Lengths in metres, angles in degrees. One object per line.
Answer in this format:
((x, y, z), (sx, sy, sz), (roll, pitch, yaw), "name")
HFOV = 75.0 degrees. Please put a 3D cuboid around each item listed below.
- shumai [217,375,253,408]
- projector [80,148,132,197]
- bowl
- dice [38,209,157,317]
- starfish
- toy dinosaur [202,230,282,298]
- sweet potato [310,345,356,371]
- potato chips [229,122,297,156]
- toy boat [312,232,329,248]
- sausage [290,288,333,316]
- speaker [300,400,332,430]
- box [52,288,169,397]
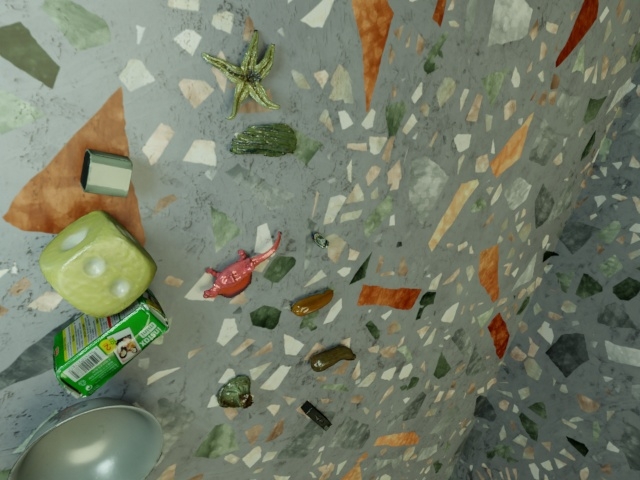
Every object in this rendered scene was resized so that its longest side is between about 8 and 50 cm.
((-0.269, 0.516, 1.371), (0.124, 0.087, 0.099), (-44, 133, -9), "shumai")
((-0.457, -0.143, 0.890), (0.082, 0.083, 0.083), (6, 109, -39), "projector")
((-0.599, 0.521, 1.072), (0.345, 0.157, 0.346), (-18, 123, -30), "bowl")
((-0.481, 0.050, 0.915), (0.169, 0.166, 0.169), (-42, 131, -13), "dice")
((-0.181, -0.391, 1.000), (0.216, 0.050, 0.224), (26, 84, -36), "starfish")
((-0.215, 0.096, 1.224), (0.286, 0.070, 0.139), (-34, 139, -23), "toy dinosaur")
((0.057, 0.448, 1.607), (0.233, 0.062, 0.081), (-3, 129, -40), "sweet potato")
((-0.146, -0.267, 1.106), (0.207, 0.028, 0.092), (-7, 115, -37), "potato chips")
((0.000, 0.000, 1.348), (0.038, 0.038, 0.083), (-53, 134, -3), "toy boat")
((-0.023, 0.215, 1.429), (0.183, 0.054, 0.062), (-16, 151, -33), "sausage")
((-0.015, 0.715, 1.696), (0.040, 0.046, 0.191), (-42, 131, -11), "speaker")
((-0.494, 0.220, 0.986), (0.250, 0.180, 0.103), (-39, 126, -14), "box")
